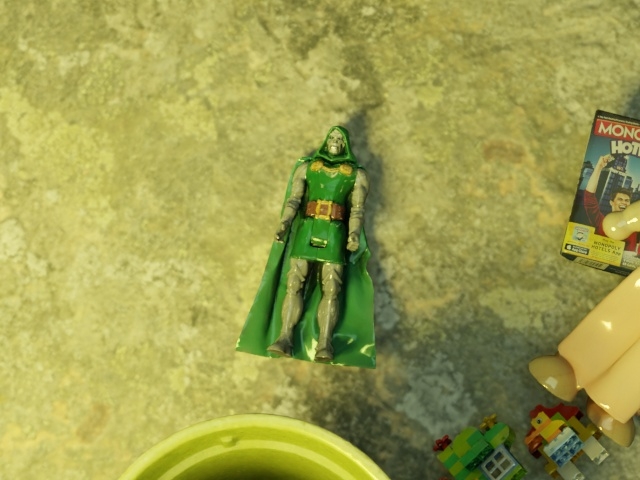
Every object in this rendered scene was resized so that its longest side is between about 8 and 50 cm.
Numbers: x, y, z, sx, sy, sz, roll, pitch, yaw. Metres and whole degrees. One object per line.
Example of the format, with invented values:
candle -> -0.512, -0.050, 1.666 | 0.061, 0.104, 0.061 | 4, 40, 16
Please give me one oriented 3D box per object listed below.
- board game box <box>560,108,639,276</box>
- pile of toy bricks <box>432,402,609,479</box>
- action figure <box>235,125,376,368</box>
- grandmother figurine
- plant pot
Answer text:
board game box -> 0.345, -0.052, 1.352 | 0.194, 0.060, 0.194 | 15, 80, 3
pile of toy bricks -> 0.149, 0.215, 1.295 | 0.212, 0.118, 0.105 | -43, 50, 2
action figure -> 0.000, 0.000, 1.349 | 0.137, 0.063, 0.232 | 7, 77, 5
grandmother figurine -> 0.353, 0.031, 1.254 | 0.208, 0.104, 0.342 | 34, 109, -11
plant pot -> -0.051, 0.294, 1.197 | 0.276, 0.254, 0.276 | 0, 79, 1
